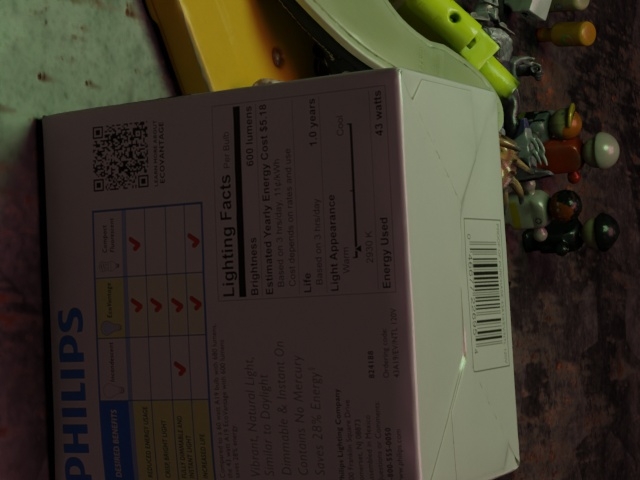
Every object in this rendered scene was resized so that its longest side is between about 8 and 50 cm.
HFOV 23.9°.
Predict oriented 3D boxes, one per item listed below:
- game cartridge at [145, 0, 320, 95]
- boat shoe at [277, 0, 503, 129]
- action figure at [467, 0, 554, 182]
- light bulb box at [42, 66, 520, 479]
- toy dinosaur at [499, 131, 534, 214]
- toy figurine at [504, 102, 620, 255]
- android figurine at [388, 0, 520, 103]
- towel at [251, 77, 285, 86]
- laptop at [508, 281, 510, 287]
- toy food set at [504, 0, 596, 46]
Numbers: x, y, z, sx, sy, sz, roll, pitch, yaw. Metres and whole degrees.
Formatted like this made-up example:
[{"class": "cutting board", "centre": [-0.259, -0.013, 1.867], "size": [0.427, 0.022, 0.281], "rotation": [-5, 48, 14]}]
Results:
[{"class": "game cartridge", "centre": [-0.089, -0.265, 1.628], "size": [0.285, 0.053, 0.323], "rotation": [-50, 126, -51]}, {"class": "boat shoe", "centre": [0.049, -0.204, 1.688], "size": [0.340, 0.113, 0.127], "rotation": [31, 45, -28]}, {"class": "action figure", "centre": [0.259, -0.226, 2.186], "size": [0.185, 0.099, 0.285], "rotation": [1, 81, -48]}, {"class": "light bulb box", "centre": [-0.036, 0.047, 1.357], "size": [0.225, 0.361, 0.358], "rotation": [2, 84, -62]}, {"class": "toy dinosaur", "centre": [0.204, -0.107, 1.966], "size": [0.296, 0.200, 0.127], "rotation": [-28, 111, -59]}, {"class": "toy figurine", "centre": [0.364, -0.091, 2.300], "size": [0.209, 0.148, 0.213], "rotation": [32, 59, -55]}, {"class": "android figurine", "centre": [0.117, -0.259, 1.825], "size": [0.273, 0.248, 0.056], "rotation": [43, 79, -7]}, {"class": "towel", "centre": [0.000, 0.000, 1.682], "size": [0.332, 0.053, 0.317], "rotation": [11, 84, -65]}, {"class": "laptop", "centre": [0.119, 0.324, 1.726], "size": [0.382, 0.236, 0.408], "rotation": [-61, 137, -43]}, {"class": "toy food set", "centre": [0.332, -0.391, 2.369], "size": [0.232, 0.104, 0.111], "rotation": [24, 79, -38]}]
